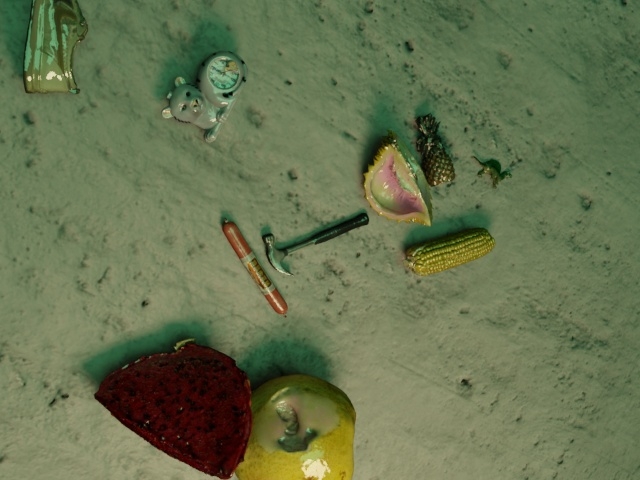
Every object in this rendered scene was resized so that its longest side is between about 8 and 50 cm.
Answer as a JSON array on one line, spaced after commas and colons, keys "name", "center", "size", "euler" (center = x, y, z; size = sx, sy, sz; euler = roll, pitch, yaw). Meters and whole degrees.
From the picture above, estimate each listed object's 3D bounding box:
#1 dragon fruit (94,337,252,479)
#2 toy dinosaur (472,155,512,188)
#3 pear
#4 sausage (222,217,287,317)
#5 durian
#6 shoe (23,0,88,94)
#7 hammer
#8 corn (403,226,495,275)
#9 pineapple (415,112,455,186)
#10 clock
[{"name": "dragon fruit", "center": [-0.246, 0.323, 1.315], "size": [0.316, 0.152, 0.205], "euler": [26, 59, 15]}, {"name": "toy dinosaur", "center": [0.402, -0.170, 1.589], "size": [0.119, 0.029, 0.060], "euler": [36, 68, -16]}, {"name": "pear", "center": [-0.053, 0.402, 1.356], "size": [0.271, 0.271, 0.271], "euler": [-3, 98, -21]}, {"name": "sausage", "center": [-0.135, 0.060, 1.396], "size": [0.034, 0.034, 0.253], "euler": [-36, 109, -14]}, {"name": "durian", "center": [0.175, -0.129, 1.443], "size": [0.182, 0.132, 0.165], "euler": [31, 77, -19]}, {"name": "shoe", "center": [-0.455, -0.388, 1.175], "size": [0.098, 0.103, 0.275], "euler": [8, 100, -24]}, {"name": "hammer", "center": [0.000, 0.000, 1.445], "size": [0.246, 0.029, 0.103], "euler": [-21, 104, -20]}, {"name": "corn", "center": [0.296, 0.026, 1.538], "size": [0.238, 0.080, 0.080], "euler": [-13, 102, -20]}, {"name": "pineapple", "center": [0.253, -0.204, 1.501], "size": [0.074, 0.074, 0.160], "euler": [-18, 95, -19]}, {"name": "clock", "center": [-0.220, -0.291, 1.289], "size": [0.117, 0.080, 0.176], "euler": [29, 88, -22]}]
